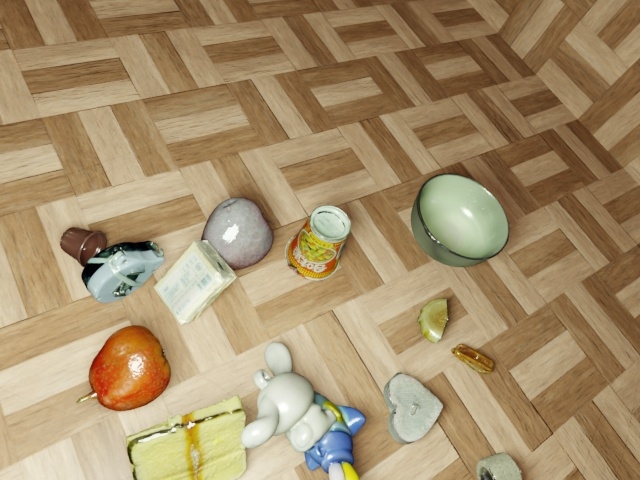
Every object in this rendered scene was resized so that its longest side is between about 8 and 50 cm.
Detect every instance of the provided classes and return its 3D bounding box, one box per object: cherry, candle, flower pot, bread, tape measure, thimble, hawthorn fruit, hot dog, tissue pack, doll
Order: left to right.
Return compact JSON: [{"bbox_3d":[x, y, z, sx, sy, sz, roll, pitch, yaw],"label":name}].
[{"bbox_3d":[-0.676,0.010,1.347,0.089,0.111,0.111,22,55,10],"label":"flower pot"},{"bbox_3d":[-0.542,0.087,1.294,0.107,0.181,0.182,46,20,15],"label":"tape measure"},{"bbox_3d":[-0.482,0.328,1.163,0.225,0.196,0.196,-33,74,-23],"label":"hawthorn fruit"},{"bbox_3d":[-0.297,0.484,1.096,0.263,0.236,0.198,-12,64,-24],"label":"bread"},{"bbox_3d":[-0.351,0.116,1.332,0.148,0.196,0.092,49,15,14],"label":"tissue pack"},{"bbox_3d":[-0.248,-0.020,1.445,0.266,0.183,0.213,-47,124,-26],"label":"cherry"},{"bbox_3d":[-0.040,0.462,1.205,0.365,0.187,0.376,44,31,-9],"label":"doll"},{"bbox_3d":[0.271,0.486,1.388,0.168,0.068,0.192,4,60,-12],"label":"candle"},{"bbox_3d":[0.361,0.261,1.548,0.094,0.083,0.157,10,55,-10],"label":"bread"},{"bbox_3d":[0.490,0.383,1.544,0.144,0.038,0.062,28,58,2],"label":"hot dog"},{"bbox_3d":[0.498,0.663,1.336,0.090,0.102,0.115,-9,56,-22],"label":"thimble"}]

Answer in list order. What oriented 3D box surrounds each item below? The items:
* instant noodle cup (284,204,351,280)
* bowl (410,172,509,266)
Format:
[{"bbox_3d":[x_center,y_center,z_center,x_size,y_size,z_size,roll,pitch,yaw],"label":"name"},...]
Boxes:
[{"bbox_3d":[0.000,0.000,1.506,0.193,0.212,0.193,8,58,-13],"label":"instant noodle cup"},{"bbox_3d":[0.467,-0.046,1.706,0.353,0.185,0.354,8,58,-13],"label":"bowl"}]
